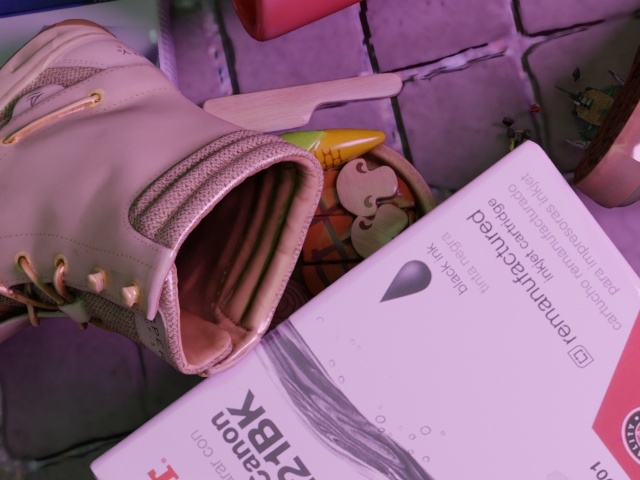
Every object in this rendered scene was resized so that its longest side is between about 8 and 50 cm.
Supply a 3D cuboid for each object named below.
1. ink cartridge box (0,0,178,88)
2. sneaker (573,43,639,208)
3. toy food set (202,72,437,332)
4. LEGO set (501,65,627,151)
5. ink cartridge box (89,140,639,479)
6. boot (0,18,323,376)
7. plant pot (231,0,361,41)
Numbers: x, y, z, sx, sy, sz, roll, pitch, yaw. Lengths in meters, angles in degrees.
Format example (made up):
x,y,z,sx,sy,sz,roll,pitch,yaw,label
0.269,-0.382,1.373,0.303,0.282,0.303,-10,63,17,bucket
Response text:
x,y,z,sx,sy,sz,roll,pitch,yaw,label
-0.190,-0.073,1.030,0.223,0.045,0.224,-8,77,6,ink cartridge box
0.196,-0.062,0.925,0.086,0.192,0.064,37,130,-2,sneaker
0.000,0.000,0.992,0.132,0.038,0.192,-10,77,5,toy food set
0.142,-0.067,1.000,0.083,0.023,0.054,-4,75,20,LEGO set
0.052,0.111,0.913,0.273,0.114,0.197,-37,84,0,ink cartridge box
-0.135,0.026,0.893,0.203,0.095,0.262,31,77,42,boot
0.044,-0.264,0.942,0.243,0.275,0.275,-17,76,-5,plant pot
